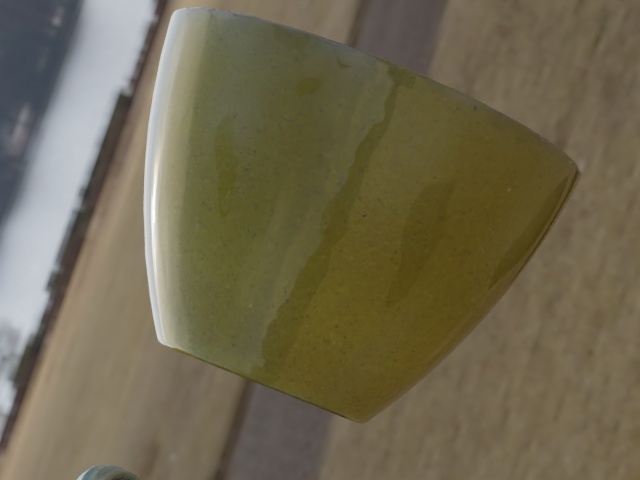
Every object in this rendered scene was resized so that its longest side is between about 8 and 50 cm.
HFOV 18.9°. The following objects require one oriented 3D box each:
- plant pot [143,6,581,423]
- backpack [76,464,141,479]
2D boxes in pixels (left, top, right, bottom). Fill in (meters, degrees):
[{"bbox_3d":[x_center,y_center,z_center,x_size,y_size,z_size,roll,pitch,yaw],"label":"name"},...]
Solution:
[{"bbox_3d":[0.000,0.000,0.586,0.134,0.134,0.095,178,114,-79],"label":"plant pot"},{"bbox_3d":[-0.068,0.205,0.675,0.225,0.191,0.254,18,-130,-87],"label":"backpack"}]
